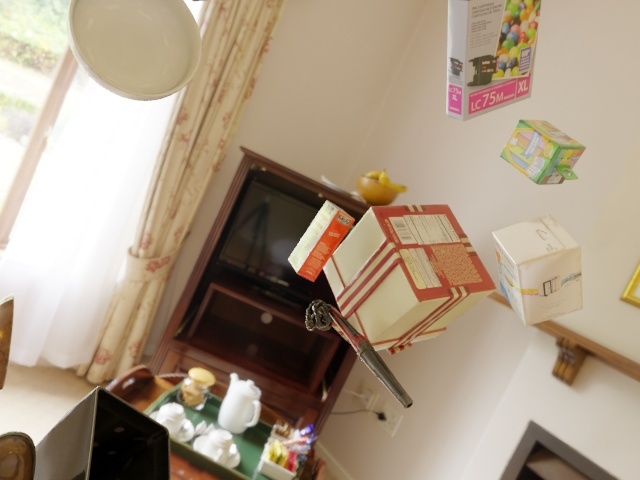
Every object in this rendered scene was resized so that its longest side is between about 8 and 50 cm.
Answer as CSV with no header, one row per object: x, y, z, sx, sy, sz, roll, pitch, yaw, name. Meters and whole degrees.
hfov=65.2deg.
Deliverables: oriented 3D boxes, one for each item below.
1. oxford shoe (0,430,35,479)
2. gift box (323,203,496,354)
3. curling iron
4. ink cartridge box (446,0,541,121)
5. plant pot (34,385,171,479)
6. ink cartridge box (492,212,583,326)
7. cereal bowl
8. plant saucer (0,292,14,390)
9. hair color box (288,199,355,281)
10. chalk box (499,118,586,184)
-0.435,0.369,0.656,0.083,0.227,0.096,20,-7,-29,oxford shoe
0.150,0.078,1.056,0.277,0.258,0.255,0,55,-30,gift box
0.063,0.196,0.879,0.274,0.068,0.035,40,-27,39,curling iron
0.327,-0.401,0.942,0.186,0.311,0.065,-23,34,-20,ink cartridge box
-0.365,0.384,0.801,0.188,0.167,0.187,55,9,-40,plant pot
0.597,0.080,1.380,0.171,0.168,0.232,-101,171,-57,ink cartridge box
-0.499,-0.530,1.333,0.339,0.338,0.141,22,-16,-33,cereal bowl
-0.662,0.207,1.026,0.036,0.198,0.199,7,15,-35,plant saucer
0.000,0.000,0.949,0.043,0.141,0.072,29,9,-26,hair color box
0.672,-0.251,1.482,0.132,0.132,0.213,-6,42,-33,chalk box
